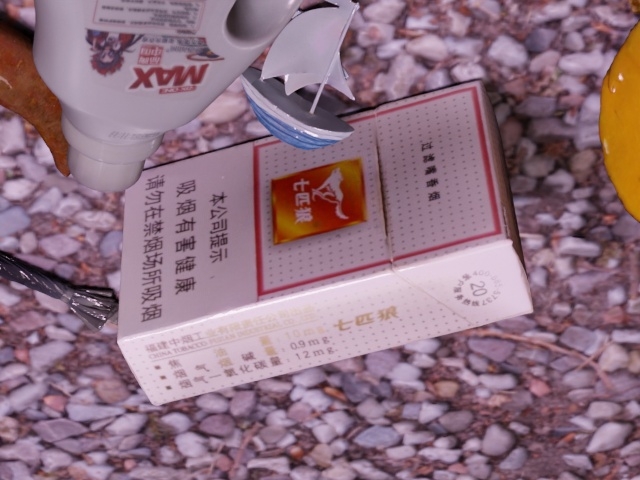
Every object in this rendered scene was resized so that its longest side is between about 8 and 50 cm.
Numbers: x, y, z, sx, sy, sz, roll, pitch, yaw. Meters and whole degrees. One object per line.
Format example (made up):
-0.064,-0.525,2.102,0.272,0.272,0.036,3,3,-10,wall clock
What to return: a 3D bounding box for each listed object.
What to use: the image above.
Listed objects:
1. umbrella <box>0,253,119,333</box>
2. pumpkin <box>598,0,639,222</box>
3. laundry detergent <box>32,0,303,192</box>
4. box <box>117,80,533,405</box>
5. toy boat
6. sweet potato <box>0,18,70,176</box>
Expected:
-0.249,0.049,1.704,0.269,0.044,0.044,21,100,-19,umbrella
0.331,-0.155,1.461,0.139,0.222,0.317,-13,139,-29,pumpkin
-0.117,-0.200,1.427,0.264,0.125,0.398,-3,135,-21,laundry detergent
0.000,0.000,1.560,0.330,0.210,0.095,-13,132,9,box
-0.020,-0.143,1.537,0.105,0.034,0.149,10,122,19,toy boat
-0.261,-0.138,1.525,0.078,0.058,0.255,-16,136,32,sweet potato
